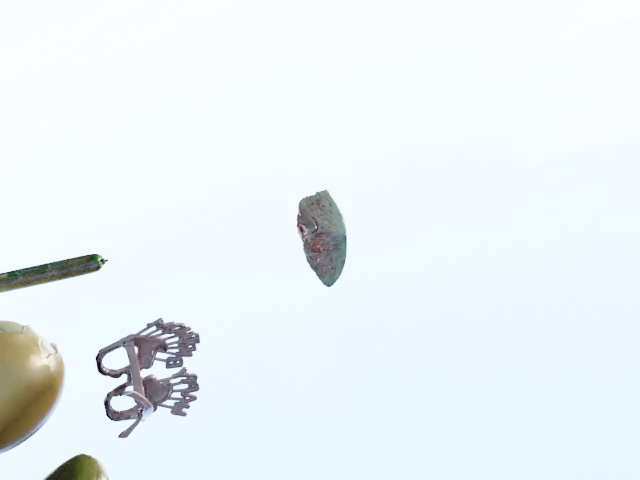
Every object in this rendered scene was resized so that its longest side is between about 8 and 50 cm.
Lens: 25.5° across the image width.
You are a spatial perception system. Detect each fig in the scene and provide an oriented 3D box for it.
[{"bbox_3d":[-0.429,0.459,2.494,0.144,0.154,0.165,122,-8,-77],"label":"fig"}]

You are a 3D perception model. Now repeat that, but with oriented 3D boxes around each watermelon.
[{"bbox_3d":[0.009,0.000,2.619,0.094,0.180,0.081,-20,-171,-10],"label":"watermelon"}]

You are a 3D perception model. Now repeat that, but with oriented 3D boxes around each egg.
[{"bbox_3d":[-0.514,0.234,2.174,0.201,0.201,0.244,-3,-141,52],"label":"egg"}]

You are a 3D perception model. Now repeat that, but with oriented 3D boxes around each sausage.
[{"bbox_3d":[-0.456,0.057,2.205,0.269,0.033,0.033,-12,-163,9],"label":"sausage"}]

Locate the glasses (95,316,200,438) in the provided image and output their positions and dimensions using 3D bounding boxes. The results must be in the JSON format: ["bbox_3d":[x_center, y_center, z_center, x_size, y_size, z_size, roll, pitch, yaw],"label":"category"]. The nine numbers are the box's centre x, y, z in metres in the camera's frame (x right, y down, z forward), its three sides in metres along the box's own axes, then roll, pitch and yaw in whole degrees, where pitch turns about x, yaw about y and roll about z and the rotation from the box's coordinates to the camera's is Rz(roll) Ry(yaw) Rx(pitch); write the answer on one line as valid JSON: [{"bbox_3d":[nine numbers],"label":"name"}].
[{"bbox_3d":[-0.253,0.220,2.195,0.162,0.255,0.095,-21,-128,-19],"label":"glasses"}]
